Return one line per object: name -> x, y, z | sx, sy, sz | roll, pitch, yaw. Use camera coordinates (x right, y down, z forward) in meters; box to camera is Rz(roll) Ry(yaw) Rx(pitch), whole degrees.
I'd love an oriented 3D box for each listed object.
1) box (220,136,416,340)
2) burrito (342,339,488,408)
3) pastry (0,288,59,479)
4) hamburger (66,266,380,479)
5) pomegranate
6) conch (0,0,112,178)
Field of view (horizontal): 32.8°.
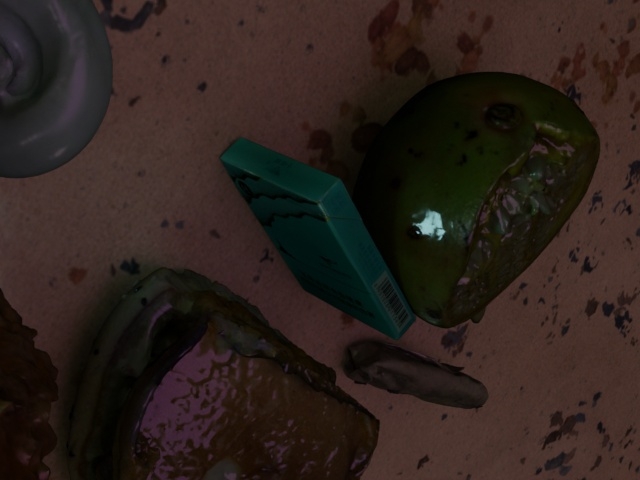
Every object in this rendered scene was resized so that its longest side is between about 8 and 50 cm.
box -> 0.000, 0.000, 1.154 | 0.042, 0.160, 0.226 | -47, 134, -18
burrito -> 0.119, 0.173, 1.407 | 0.226, 0.087, 0.060 | 21, 84, -43
pastry -> -0.367, 0.211, 0.779 | 0.337, 0.292, 0.405 | 2, 77, -32
hamburger -> -0.111, 0.201, 1.115 | 0.277, 0.195, 0.318 | -54, 133, -8
pomegranate -> 0.155, -0.045, 1.268 | 0.309, 0.216, 0.359 | -42, 162, -28
conch -> -0.266, -0.154, 0.861 | 0.184, 0.121, 0.221 | -26, 119, -16
